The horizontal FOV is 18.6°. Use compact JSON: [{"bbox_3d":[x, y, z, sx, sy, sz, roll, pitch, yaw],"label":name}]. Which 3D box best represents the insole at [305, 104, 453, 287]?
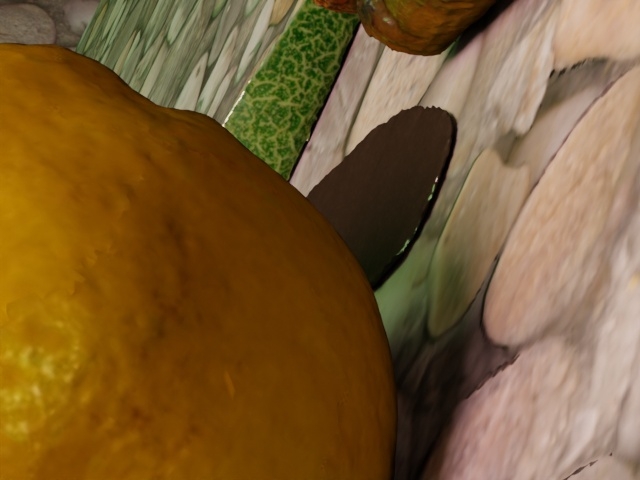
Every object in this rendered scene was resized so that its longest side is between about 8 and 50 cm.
[{"bbox_3d":[0.000,0.000,0.972,0.111,0.007,0.328,-68,13,-18],"label":"insole"}]

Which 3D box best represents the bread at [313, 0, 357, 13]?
[{"bbox_3d":[0.048,-0.195,0.963,0.193,0.064,0.193,-57,4,6],"label":"bread"}]

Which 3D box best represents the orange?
[{"bbox_3d":[-0.105,0.055,0.697,0.235,0.279,0.279,-52,12,-2],"label":"orange"}]

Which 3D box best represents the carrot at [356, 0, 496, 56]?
[{"bbox_3d":[0.079,-0.140,0.785,0.260,0.070,0.070,-42,26,65],"label":"carrot"}]

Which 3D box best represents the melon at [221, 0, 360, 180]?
[{"bbox_3d":[-0.011,-0.098,1.159,0.262,0.053,0.114,-62,-6,-1],"label":"melon"}]
